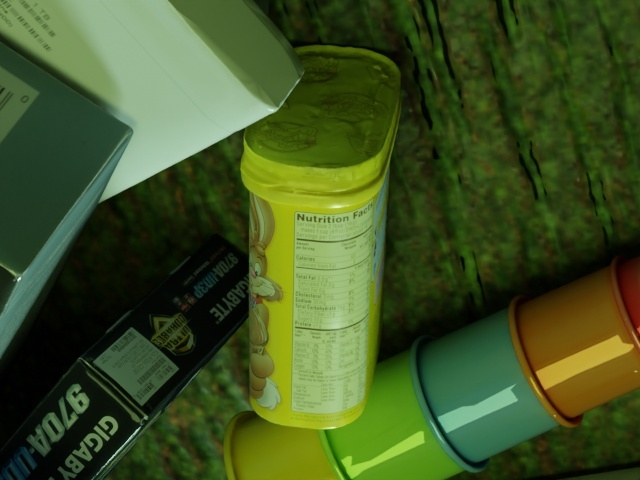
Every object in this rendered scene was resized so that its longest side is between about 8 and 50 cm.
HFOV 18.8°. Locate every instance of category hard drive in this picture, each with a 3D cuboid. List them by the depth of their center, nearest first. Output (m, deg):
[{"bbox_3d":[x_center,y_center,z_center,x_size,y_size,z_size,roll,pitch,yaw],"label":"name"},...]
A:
[{"bbox_3d":[-0.199,-0.102,0.982,0.233,0.047,0.353,47,139,-18],"label":"hard drive"}]

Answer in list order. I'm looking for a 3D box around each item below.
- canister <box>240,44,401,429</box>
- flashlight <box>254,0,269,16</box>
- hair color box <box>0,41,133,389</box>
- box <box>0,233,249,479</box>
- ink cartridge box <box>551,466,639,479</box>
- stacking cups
[{"bbox_3d":[0.000,0.000,1.033,0.073,0.126,0.170,6,124,7],"label":"canister"},{"bbox_3d":[-0.081,-0.204,0.934,0.103,0.103,0.304,14,124,16],"label":"flashlight"},{"bbox_3d":[-0.252,0.025,1.026,0.185,0.114,0.374,33,142,-2],"label":"hair color box"},{"bbox_3d":[-0.136,0.111,1.096,0.051,0.175,0.220,43,120,1],"label":"box"},{"bbox_3d":[0.170,0.285,1.181,0.207,0.117,0.283,-11,119,18],"label":"ink cartridge box"},{"bbox_3d":[0.096,0.082,1.081,0.316,0.096,0.096,-27,113,25],"label":"stacking cups"}]
